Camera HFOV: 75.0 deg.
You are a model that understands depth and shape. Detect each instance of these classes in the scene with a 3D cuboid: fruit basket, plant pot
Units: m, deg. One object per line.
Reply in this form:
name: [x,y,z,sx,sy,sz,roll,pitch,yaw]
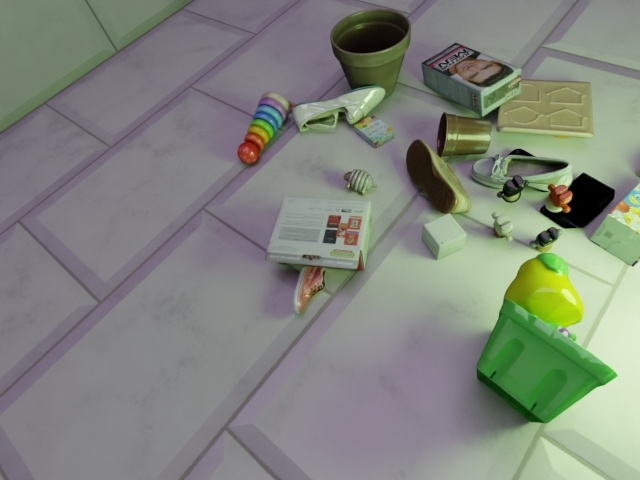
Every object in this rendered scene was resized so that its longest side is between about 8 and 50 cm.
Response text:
fruit basket: [0.542,0.227,1.007,0.392,0.392,0.283,-41,59,-16]
plant pot: [0.532,-0.388,1.549,0.165,0.167,0.166,3,57,3]
plant pot: [0.219,-0.763,1.773,0.324,0.280,0.322,-5,57,8]

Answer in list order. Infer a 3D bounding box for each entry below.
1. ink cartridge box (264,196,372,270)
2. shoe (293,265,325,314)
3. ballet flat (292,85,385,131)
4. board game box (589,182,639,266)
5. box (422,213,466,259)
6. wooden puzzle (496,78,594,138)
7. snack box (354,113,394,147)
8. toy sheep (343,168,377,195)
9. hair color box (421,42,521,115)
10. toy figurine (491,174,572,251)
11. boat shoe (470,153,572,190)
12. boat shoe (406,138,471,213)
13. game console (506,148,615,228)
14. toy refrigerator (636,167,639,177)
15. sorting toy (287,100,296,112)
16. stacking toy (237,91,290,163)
ink cartridge box: [0.000,0.000,1.399,0.310,0.130,0.271,5,55,14]
shoe: [-0.033,0.158,1.343,0.081,0.063,0.177,0,51,16]
ballet flat: [0.081,-0.538,1.760,0.401,0.139,0.139,-9,56,10]
board game box: [0.985,-0.079,1.258,0.275,0.144,0.142,-39,59,-14]
box: [0.400,-0.012,1.360,0.102,0.087,0.101,-24,56,-5]
wooden puzzle: [0.855,-0.499,1.607,0.323,0.080,0.347,9,55,16]
snack box: [0.220,-0.450,1.713,0.100,0.037,0.141,-34,58,-11]
toy sheep: [0.148,-0.219,1.549,0.132,0.091,0.091,23,63,8]
hair color box: [0.598,-0.659,1.688,0.186,0.113,0.374,-32,47,-4]
toy figurine: [0.655,-0.083,1.310,0.213,0.148,0.209,15,84,21]
boat shoe: [0.671,-0.242,1.414,0.321,0.103,0.118,17,72,36]
boat shoe: [0.416,-0.225,1.495,0.110,0.121,0.340,3,51,-33]
game console: [0.783,-0.192,1.433,0.213,0.044,0.361,-37,57,-14]
toy refrigerator: [1.167,-0.178,1.315,0.094,0.102,0.269,-28,56,-8]
sorting toy: [-0.138,-0.605,1.899,0.062,0.012,0.083,-40,58,-16]
stacking toy: [-0.256,-0.466,1.768,0.141,0.141,0.330,18,67,21]
